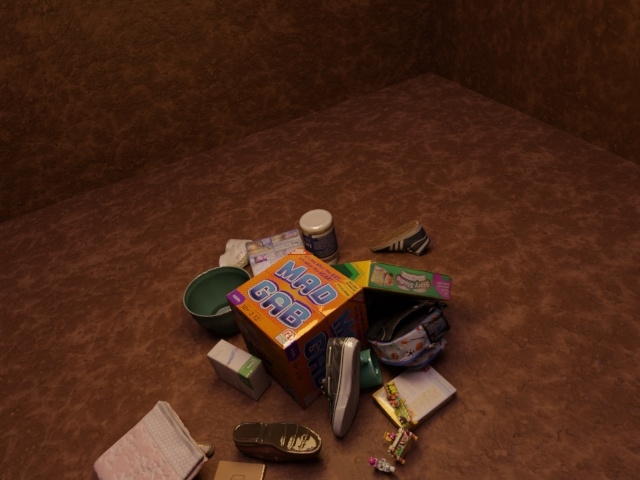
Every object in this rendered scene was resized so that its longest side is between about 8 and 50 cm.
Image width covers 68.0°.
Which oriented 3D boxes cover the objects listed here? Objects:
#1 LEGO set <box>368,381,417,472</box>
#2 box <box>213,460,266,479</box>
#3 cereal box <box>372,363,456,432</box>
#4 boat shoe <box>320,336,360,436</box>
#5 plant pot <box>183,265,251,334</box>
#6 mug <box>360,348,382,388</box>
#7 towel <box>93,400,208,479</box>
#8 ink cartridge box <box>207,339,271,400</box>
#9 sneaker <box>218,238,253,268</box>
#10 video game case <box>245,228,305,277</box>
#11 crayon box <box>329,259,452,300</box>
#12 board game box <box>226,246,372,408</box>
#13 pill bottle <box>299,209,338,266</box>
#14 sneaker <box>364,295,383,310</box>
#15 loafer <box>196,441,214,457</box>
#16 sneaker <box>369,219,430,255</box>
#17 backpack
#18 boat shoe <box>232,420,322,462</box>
[{"bbox_3d":[0.234,0.581,1.509,0.132,0.107,0.286,-3,55,27],"label":"LEGO set"},{"bbox_3d":[-0.271,0.805,1.501,0.165,0.021,0.201,-2,39,12],"label":"box"},{"bbox_3d":[0.325,0.538,1.647,0.240,0.047,0.173,-28,42,-20],"label":"cereal box"},{"bbox_3d":[0.062,0.486,1.609,0.119,0.334,0.121,7,0,26],"label":"boat shoe"},{"bbox_3d":[-0.415,0.278,2.039,0.294,0.196,0.292,-7,39,6],"label":"plant pot"},{"bbox_3d":[0.149,0.456,1.707,0.098,0.157,0.129,-21,20,11],"label":"mug"},{"bbox_3d":[-0.574,0.744,1.584,0.317,0.053,0.332,-45,46,-17],"label":"towel"},{"bbox_3d":[-0.308,0.486,1.791,0.213,0.154,0.093,16,47,31],"label":"ink cartridge box"},{"bbox_3d":[-0.409,0.090,2.330,0.152,0.114,0.305,-5,39,10],"label":"sneaker"},{"bbox_3d":[-0.201,0.087,2.267,0.270,0.061,0.244,-16,57,-8],"label":"video game case"},{"bbox_3d":[0.259,0.159,1.826,0.364,0.105,0.313,11,-11,-24],"label":"crayon box"},{"bbox_3d":[-0.070,0.314,1.777,0.357,0.355,0.357,-34,44,-25],"label":"board game box"},{"bbox_3d":[0.000,0.000,2.214,0.154,0.264,0.153,-8,38,6],"label":"pill bottle"},{"bbox_3d":[0.202,0.245,2.019,0.188,0.067,0.078,-32,49,-19],"label":"sneaker"},{"bbox_3d":[-0.439,0.719,1.625,0.148,0.050,0.056,-11,42,4],"label":"loafer"},{"bbox_3d":[0.379,0.020,2.240,0.282,0.153,0.099,-26,32,34],"label":"sneaker"},{"bbox_3d":[0.309,0.343,1.729,0.264,0.212,0.277,-25,5,-27],"label":"backpack"},{"bbox_3d":[-0.136,0.670,1.569,0.308,0.104,0.110,2,32,20],"label":"boat shoe"}]
